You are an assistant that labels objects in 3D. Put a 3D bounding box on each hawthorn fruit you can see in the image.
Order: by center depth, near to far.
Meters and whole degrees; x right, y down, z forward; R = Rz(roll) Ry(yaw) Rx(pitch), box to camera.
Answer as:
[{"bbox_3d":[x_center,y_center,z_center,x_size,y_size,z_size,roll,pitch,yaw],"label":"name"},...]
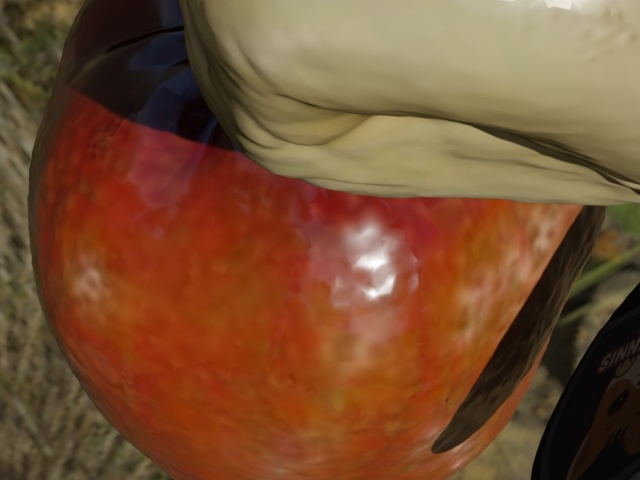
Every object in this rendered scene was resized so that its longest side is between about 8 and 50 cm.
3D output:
[{"bbox_3d":[-0.008,-0.006,0.838,0.295,0.311,0.295,15,27,-8],"label":"hawthorn fruit"}]

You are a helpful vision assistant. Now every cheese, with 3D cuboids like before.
[{"bbox_3d":[0.049,-0.074,0.519,0.235,0.218,0.117,14,77,-40],"label":"cheese"}]

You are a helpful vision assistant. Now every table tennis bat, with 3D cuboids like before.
[{"bbox_3d":[0.150,0.020,0.699,0.027,0.150,0.236,35,59,-8],"label":"table tennis bat"}]
